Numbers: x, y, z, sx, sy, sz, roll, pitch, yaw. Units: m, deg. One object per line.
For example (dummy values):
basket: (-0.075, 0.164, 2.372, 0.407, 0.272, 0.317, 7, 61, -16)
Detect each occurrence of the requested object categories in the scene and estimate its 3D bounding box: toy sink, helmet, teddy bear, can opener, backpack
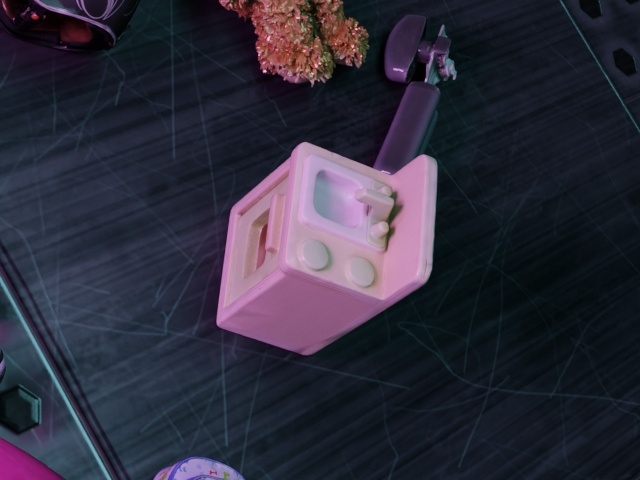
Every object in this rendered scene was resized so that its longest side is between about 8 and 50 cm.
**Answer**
toy sink: (0.000, 0.000, 1.443, 0.131, 0.234, 0.152, 20, 58, -25)
helmet: (-0.267, -0.296, 1.458, 0.169, 0.169, 0.161, 14, 76, -28)
teddy bear: (-0.059, -0.337, 1.654, 0.245, 0.113, 0.338, -10, 74, -39)
can opener: (0.107, -0.163, 1.717, 0.093, 0.074, 0.280, 11, 53, 10)
backpack: (-0.115, 0.268, 1.328, 0.105, 0.084, 0.114, 29, 51, -22)

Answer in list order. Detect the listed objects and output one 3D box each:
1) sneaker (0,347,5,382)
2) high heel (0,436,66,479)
sneaker: (-0.389, 0.152, 1.224, 0.224, 0.098, 0.083, -36, 128, -23)
high heel: (-0.182, 0.291, 1.206, 0.377, 0.181, 0.127, 46, 51, -6)
